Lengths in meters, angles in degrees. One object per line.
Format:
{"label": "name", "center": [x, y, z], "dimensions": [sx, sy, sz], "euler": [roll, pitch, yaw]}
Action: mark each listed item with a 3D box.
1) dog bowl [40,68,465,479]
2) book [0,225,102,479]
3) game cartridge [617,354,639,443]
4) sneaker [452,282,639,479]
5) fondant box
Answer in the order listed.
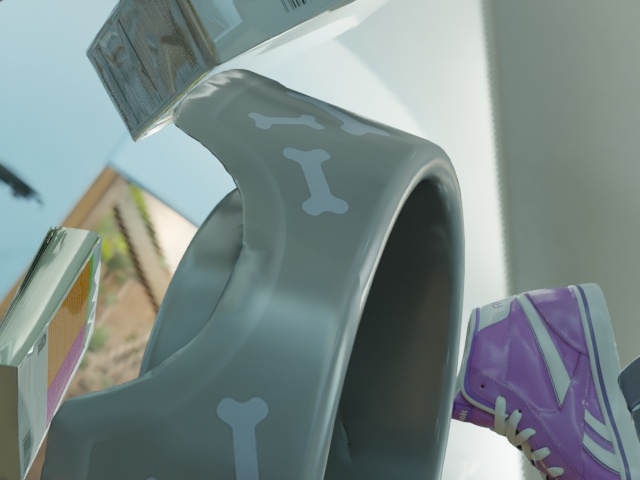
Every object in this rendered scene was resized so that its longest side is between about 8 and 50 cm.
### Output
{"label": "dog bowl", "center": [-0.014, 0.100, 0.731], "dimensions": [0.102, 0.349, 0.349], "euler": [9, -32, 15]}
{"label": "book", "center": [-0.173, 0.071, 0.985], "dimensions": [0.035, 0.144, 0.096], "euler": [9, -56, 6]}
{"label": "game cartridge", "center": [0.265, 0.213, 0.684], "dimensions": [0.068, 0.230, 0.355], "euler": [-35, -71, 18]}
{"label": "sneaker", "center": [0.198, 0.183, 1.407], "dimensions": [0.161, 0.282, 0.102], "euler": [-8, -24, -7]}
{"label": "fondant box", "center": [-0.037, -0.193, 1.217], "dimensions": [0.096, 0.238, 0.330], "euler": [62, -17, -4]}
